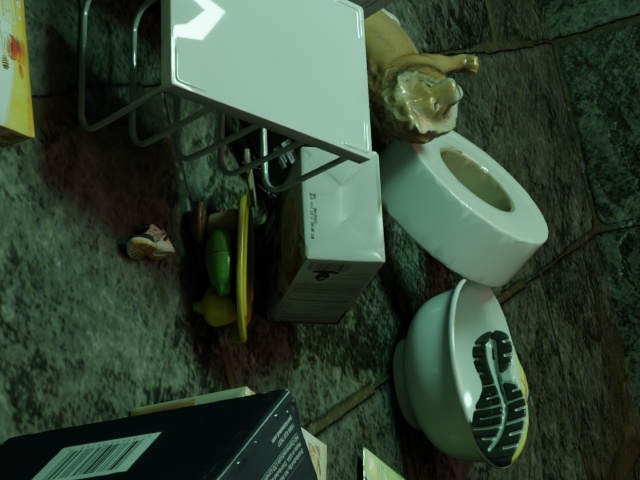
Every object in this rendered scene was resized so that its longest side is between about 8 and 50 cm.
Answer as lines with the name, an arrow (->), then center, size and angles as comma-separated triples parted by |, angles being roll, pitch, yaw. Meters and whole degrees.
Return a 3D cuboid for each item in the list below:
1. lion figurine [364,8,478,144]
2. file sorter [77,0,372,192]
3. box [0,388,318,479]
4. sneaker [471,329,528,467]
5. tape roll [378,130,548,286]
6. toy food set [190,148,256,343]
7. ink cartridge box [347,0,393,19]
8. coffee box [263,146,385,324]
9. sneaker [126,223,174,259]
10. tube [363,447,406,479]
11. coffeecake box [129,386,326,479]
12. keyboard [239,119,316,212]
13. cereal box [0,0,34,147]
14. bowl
lion figurine -> 0.097, -0.300, 2.275 | 0.240, 0.142, 0.392 | -11, 54, -47
file sorter -> -0.104, -0.184, 1.638 | 0.277, 0.173, 0.193 | 17, 61, -40
box -> -0.137, 0.313, 1.270 | 0.294, 0.296, 0.183 | 71, 24, -14
sneaker -> 0.270, 0.237, 2.164 | 0.094, 0.081, 0.209 | 53, 33, -48
tape roll -> 0.214, -0.061, 2.322 | 0.286, 0.100, 0.286 | 32, 23, -16
toy food set -> -0.117, 0.015, 1.766 | 0.128, 0.071, 0.218 | 84, 6, -67
ink cartridge box -> -0.094, -0.427, 1.737 | 0.384, 0.160, 0.279 | 10, 67, -39
coffee box -> 0.000, 0.000, 1.823 | 0.246, 0.098, 0.141 | 122, -32, -67
sneaker -> -0.192, -0.001, 1.642 | 0.037, 0.032, 0.083 | 69, 16, 14
tube -> 0.120, 0.378, 2.130 | 0.070, 0.062, 0.240 | 39, -2, 43
coffeecake box -> -0.096, 0.229, 1.596 | 0.185, 0.142, 0.068 | 44, 39, -52
keyboard -> -0.059, -0.113, 1.935 | 0.038, 0.100, 0.192 | 43, -17, 54
cereal box -> -0.351, -0.194, 1.347 | 0.240, 0.047, 0.173 | 22, 57, -62
bowl -> 0.198, 0.209, 2.282 | 0.298, 0.134, 0.298 | 43, 40, -53
